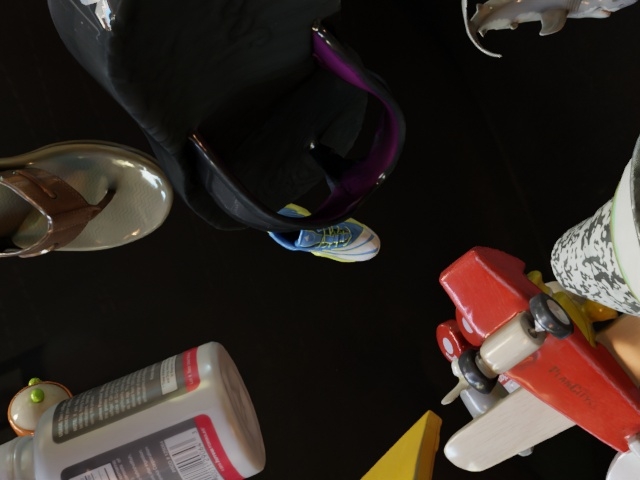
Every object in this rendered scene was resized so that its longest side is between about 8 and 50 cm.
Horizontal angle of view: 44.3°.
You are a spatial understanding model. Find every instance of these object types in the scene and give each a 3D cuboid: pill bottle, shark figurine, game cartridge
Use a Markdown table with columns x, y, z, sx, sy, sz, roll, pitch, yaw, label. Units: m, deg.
| x | y | z | sx | sy | sz | roll | pitch | yaw | label |
| --- | --- | --- | --- | --- | --- | --- | --- | --- | --- |
| -0.244 | 0.264 | 0.991 | 0.319 | 0.176 | 0.176 | -22 | 81 | 0 | pill bottle |
| 0.276 | -0.343 | 1.085 | 0.278 | 0.166 | 0.116 | -18 | 119 | -21 | shark figurine |
| 0.131 | 0.514 | 1.588 | 0.053 | 0.324 | 0.285 | 41 | 110 | 3 | game cartridge |

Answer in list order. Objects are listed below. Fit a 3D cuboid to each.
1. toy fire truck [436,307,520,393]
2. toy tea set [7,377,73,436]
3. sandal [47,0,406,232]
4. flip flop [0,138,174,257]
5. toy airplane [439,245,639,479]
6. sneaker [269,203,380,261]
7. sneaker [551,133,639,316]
| x | y | z | sx | sy | sz | roll | pitch | yaw | label |
| --- | --- | --- | --- | --- | --- | --- | --- | --- | --- |
| 0.400 | 0.237 | 1.672 | 0.169 | 0.302 | 0.254 | -21 | 70 | -21 | toy fire truck |
| -0.364 | 0.331 | 1.134 | 0.336 | 0.124 | 0.200 | 23 | 46 | 17 | toy tea set |
| -0.020 | -0.067 | 0.484 | 0.107 | 0.446 | 0.167 | 42 | 91 | 10 | sandal |
| -0.261 | -0.028 | 0.666 | 0.277 | 0.080 | 0.112 | 2 | 121 | -27 | flip flop |
| 0.357 | 0.161 | 1.065 | 0.386 | 0.272 | 0.384 | -2 | 120 | 8 | toy airplane |
| 0.000 | 0.000 | 1.497 | 0.240 | 0.126 | 0.091 | 14 | 108 | -5 | sneaker |
| 0.334 | 0.020 | 0.503 | 0.410 | 0.182 | 0.158 | 14 | 78 | -12 | sneaker |
